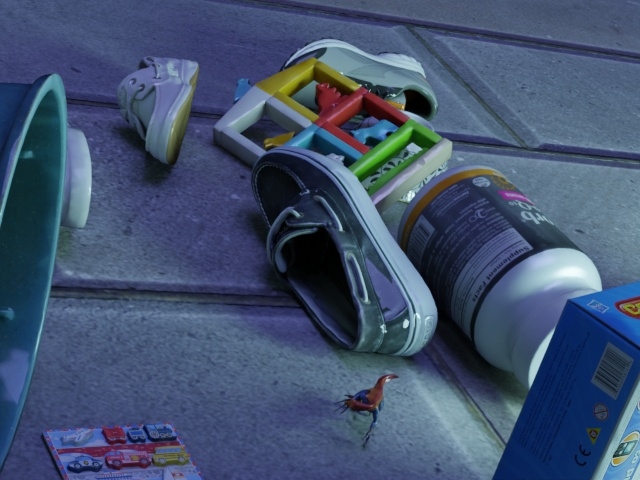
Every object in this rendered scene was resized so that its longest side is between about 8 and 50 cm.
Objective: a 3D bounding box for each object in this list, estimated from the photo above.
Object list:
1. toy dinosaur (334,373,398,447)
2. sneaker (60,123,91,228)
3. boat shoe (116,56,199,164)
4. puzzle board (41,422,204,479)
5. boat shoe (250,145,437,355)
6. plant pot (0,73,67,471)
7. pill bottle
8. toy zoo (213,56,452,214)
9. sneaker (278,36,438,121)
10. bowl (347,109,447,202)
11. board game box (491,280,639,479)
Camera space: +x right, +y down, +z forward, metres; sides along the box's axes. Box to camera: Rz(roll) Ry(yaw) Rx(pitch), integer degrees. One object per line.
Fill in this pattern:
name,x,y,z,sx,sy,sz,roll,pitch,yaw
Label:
toy dinosaur,0.044,0.154,1.452,0.047,0.090,0.082,31,-17,0
sneaker,-0.356,-0.096,1.626,0.169,0.108,0.292,3,21,-26
boat shoe,-0.212,-0.169,1.862,0.096,0.098,0.277,15,18,-8
puzzle board,-0.170,0.194,1.301,0.128,0.011,0.096,0,33,-32
boat shoe,0.000,0.000,1.650,0.119,0.121,0.335,1,34,-40
plant pot,-0.400,0.010,1.181,0.334,0.341,0.341,9,28,-3
pill bottle,0.215,0.047,1.661,0.162,0.162,0.278,1,32,-32
toy zoo,-0.002,-0.139,1.922,0.293,0.030,0.192,35,57,27
sneaker,0.057,-0.221,2.128,0.271,0.100,0.108,1,38,-33
bowl,0.106,-0.126,2.002,0.170,0.080,0.170,16,26,-8
board game box,0.284,0.176,1.309,0.302,0.308,0.086,-10,37,-45
